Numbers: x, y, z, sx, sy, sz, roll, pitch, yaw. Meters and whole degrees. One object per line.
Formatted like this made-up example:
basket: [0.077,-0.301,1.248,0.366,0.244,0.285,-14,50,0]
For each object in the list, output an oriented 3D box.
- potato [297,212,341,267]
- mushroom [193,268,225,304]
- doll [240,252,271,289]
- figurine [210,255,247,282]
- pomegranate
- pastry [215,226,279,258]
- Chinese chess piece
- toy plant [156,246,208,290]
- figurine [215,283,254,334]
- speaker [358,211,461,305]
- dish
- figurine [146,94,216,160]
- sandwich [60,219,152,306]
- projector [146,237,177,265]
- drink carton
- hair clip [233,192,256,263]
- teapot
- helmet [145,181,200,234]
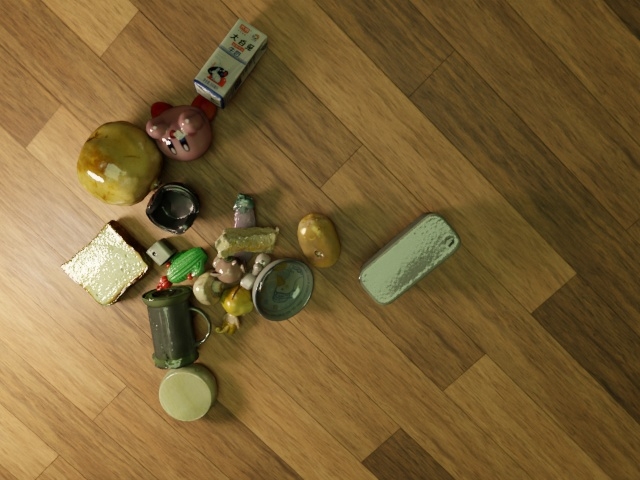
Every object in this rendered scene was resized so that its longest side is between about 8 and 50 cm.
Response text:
potato: [0.000,0.000,1.840,0.150,0.146,0.234,3,120,47]
mushroom: [-0.454,0.192,1.885,0.122,0.154,0.154,-5,99,16]
doll: [-0.260,0.121,1.861,0.059,0.161,0.160,35,102,-1]
figurine: [-0.371,0.114,1.850,0.138,0.125,0.125,-5,99,0]
pomegranate: [-0.763,-0.293,1.763,0.332,0.332,0.333,0,99,3]
pastry: [-0.297,0.005,1.830,0.258,0.089,0.122,-5,119,-19]
Chinese chess piece: [-0.578,0.662,1.996,0.250,0.101,0.250,0,99,3]
toy plant: [-0.577,0.111,1.894,0.240,0.088,0.155,-20,54,14]
figurine: [-0.364,0.287,1.921,0.156,0.131,0.246,24,111,14]
speaker: [0.342,0.064,1.807,0.406,0.184,0.183,-41,96,8]
dish: [-0.176,0.183,1.879,0.273,0.134,0.273,-16,118,-31]
figurine: [-0.527,-0.422,1.775,0.269,0.261,0.211,-11,126,4]
sandwich: [-0.885,0.102,1.924,0.301,0.099,0.271,-42,100,5]
projector: [-0.663,0.048,1.909,0.083,0.083,0.082,-42,95,8]
drink carton: [-0.337,-0.668,1.724,0.130,0.106,0.315,33,81,-5]
hair clip: [-0.330,-0.024,1.889,0.095,0.110,0.359,23,108,40]
teapot: [-0.590,0.370,1.905,0.270,0.200,0.337,-4,101,1]
helmet: [-0.585,-0.132,1.819,0.189,0.193,0.216,37,108,-20]
